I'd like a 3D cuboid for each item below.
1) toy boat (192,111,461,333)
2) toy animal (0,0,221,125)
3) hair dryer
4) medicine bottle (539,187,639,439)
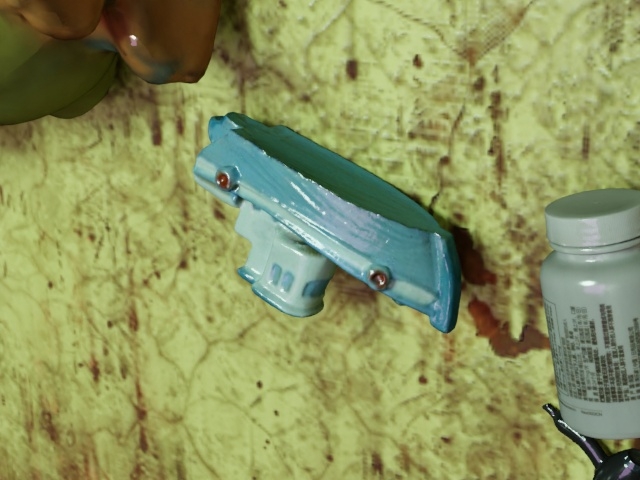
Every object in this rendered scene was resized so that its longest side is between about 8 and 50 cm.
[{"bbox_3d":[0.000,0.000,0.818,0.215,0.088,0.102,30,112,19],"label":"toy boat"},{"bbox_3d":[-0.252,-0.170,0.844,0.338,0.216,0.191,-10,77,36],"label":"toy animal"},{"bbox_3d":[0.176,0.148,0.823,0.083,0.031,0.079,49,135,21],"label":"hair dryer"},{"bbox_3d":[0.176,0.043,0.741,0.079,0.079,0.140,-2,108,31],"label":"medicine bottle"}]
